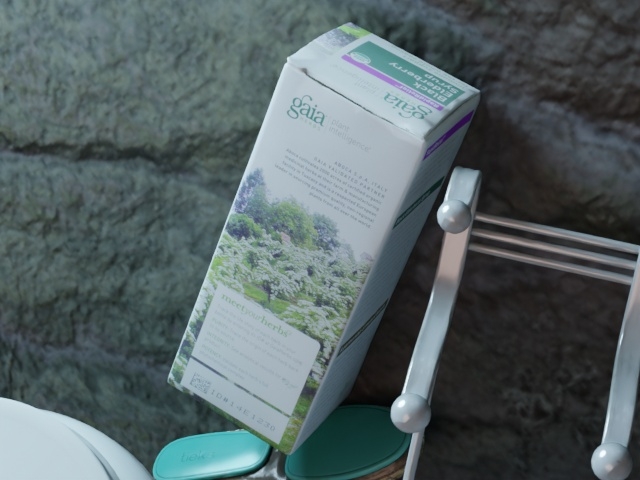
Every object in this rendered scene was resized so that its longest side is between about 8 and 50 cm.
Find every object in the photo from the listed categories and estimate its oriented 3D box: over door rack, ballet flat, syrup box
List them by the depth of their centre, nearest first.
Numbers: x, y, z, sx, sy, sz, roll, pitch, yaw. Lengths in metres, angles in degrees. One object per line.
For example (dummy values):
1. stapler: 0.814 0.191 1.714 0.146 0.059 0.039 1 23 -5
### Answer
1. over door rack: 0.156 0.139 0.939 0.239 0.108 0.324 13 115 8
2. syrup box: 0.000 0.000 1.003 0.093 0.096 0.237 30 120 13
3. ballet flat: -0.013 0.152 1.098 0.206 0.073 0.067 -8 131 33

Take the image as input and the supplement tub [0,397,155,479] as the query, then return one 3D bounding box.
1. supplement tub: -0.179 0.235 1.030 0.228 0.228 0.316 25 161 17
